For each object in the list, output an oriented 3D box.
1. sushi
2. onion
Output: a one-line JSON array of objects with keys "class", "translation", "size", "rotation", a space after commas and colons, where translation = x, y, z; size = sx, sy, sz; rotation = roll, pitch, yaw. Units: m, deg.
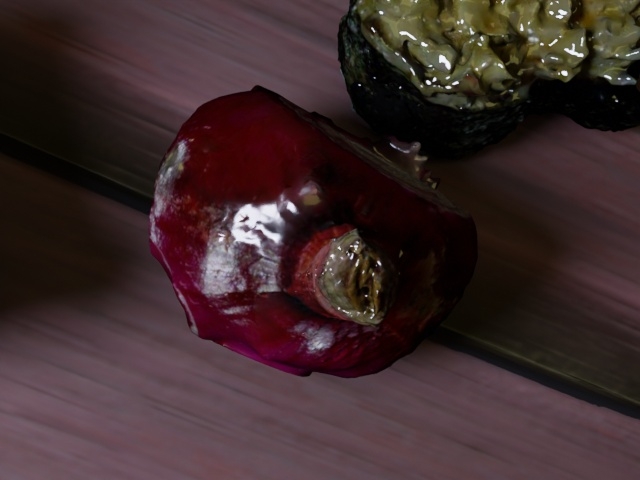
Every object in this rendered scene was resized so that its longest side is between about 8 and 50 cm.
[{"class": "sushi", "translation": [0.119, -0.119, 0.645], "size": [0.212, 0.115, 0.147], "rotation": [-19, 85, -15]}, {"class": "onion", "translation": [-0.007, 0.013, 0.564], "size": [0.173, 0.198, 0.135], "rotation": [25, 107, -11]}]
